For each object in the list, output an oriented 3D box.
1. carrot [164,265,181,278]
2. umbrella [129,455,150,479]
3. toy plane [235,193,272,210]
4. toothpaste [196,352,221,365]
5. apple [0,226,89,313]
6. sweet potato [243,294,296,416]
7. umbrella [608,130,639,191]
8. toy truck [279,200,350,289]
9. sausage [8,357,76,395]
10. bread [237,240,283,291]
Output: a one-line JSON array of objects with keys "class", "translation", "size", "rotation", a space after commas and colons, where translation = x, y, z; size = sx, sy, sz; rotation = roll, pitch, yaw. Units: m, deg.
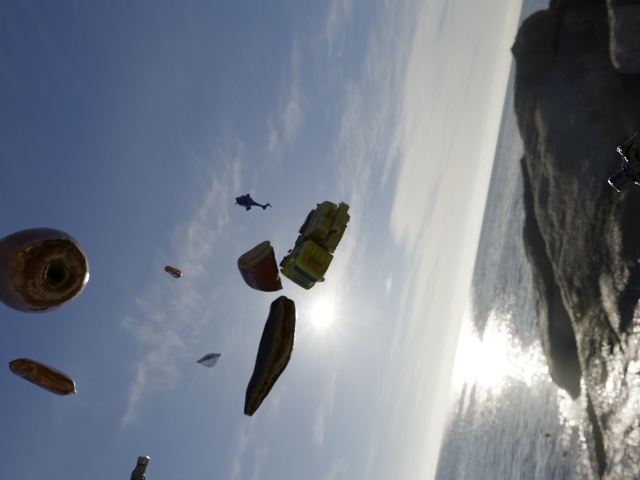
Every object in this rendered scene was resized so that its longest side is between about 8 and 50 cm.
[{"class": "carrot", "translation": [-0.486, 0.103, 1.519], "size": [0.093, 0.032, 0.032], "rotation": [68, -144, -71]}, {"class": "umbrella", "translation": [-0.500, 0.682, 1.233], "size": [0.046, 0.050, 0.188], "rotation": [65, -147, -58]}, {"class": "toy plane", "translation": [-0.264, -0.147, 1.770], "size": [0.062, 0.167, 0.054], "rotation": [-63, -31, -15]}, {"class": "toothpaste", "translation": [-0.411, 0.444, 1.711], "size": [0.234, 0.089, 0.057], "rotation": [127, 126, -70]}, {"class": "apple", "translation": [-0.675, 0.070, 1.104], "size": [0.211, 0.187, 0.211], "rotation": [-5, -84, -53]}, {"class": "sweet potato", "translation": [-0.094, 0.233, 0.926], "size": [0.077, 0.077, 0.244], "rotation": [37, -115, -69]}, {"class": "umbrella", "translation": [0.747, -0.207, 0.977], "size": [0.122, 0.272, 0.110], "rotation": [20, -140, -42]}, {"class": "toy truck", "translation": [0.000, 0.000, 1.357], "size": [0.157, 0.124, 0.272], "rotation": [-39, 21, 56]}, {"class": "sausage", "translation": [-0.684, 0.336, 1.137], "size": [0.183, 0.062, 0.054], "rotation": [45, -165, -34]}, {"class": "bread", "translation": [-0.174, 0.085, 1.303], "size": [0.192, 0.119, 0.067], "rotation": [81, -177, -46]}]
